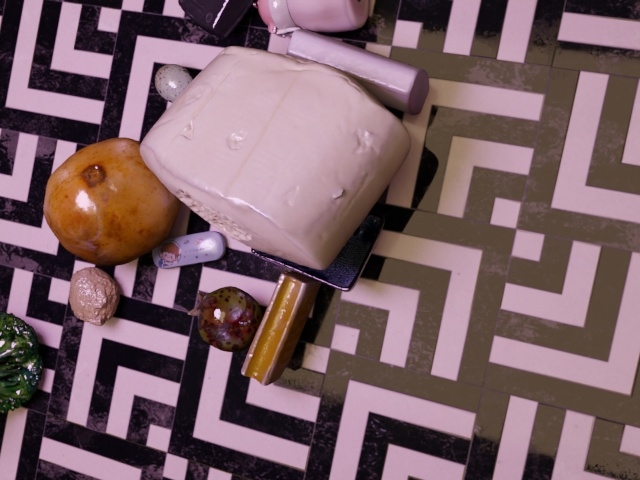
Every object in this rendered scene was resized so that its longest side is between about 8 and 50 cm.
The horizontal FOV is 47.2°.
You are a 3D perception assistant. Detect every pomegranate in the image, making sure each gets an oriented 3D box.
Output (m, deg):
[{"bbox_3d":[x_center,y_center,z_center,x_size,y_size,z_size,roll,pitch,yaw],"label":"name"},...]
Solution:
[{"bbox_3d":[-0.202,0.156,1.569,0.148,0.148,0.169,-55,46,9],"label":"pomegranate"},{"bbox_3d":[-0.453,-0.084,1.586,0.307,0.307,0.307,0,89,16],"label":"pomegranate"}]

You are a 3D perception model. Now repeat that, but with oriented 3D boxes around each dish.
[{"bbox_3d":[0.000,0.000,1.552,0.243,0.080,0.182,22,76,19],"label":"dish"}]

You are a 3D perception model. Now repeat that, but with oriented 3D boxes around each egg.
[{"bbox_3d":[-0.323,-0.351,1.659,0.110,0.085,0.085,30,98,10],"label":"egg"},{"bbox_3d":[-0.525,0.129,1.698,0.116,0.118,0.140,-22,92,-2],"label":"egg"}]

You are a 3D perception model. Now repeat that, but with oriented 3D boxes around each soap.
[{"bbox_3d":[-0.081,0.181,1.556,0.073,0.140,0.232,24,96,15],"label":"soap"}]

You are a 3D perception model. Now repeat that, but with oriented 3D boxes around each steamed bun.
[{"bbox_3d":[-0.080,-0.162,1.439,0.456,0.290,0.371,31,75,24],"label":"steamed bun"}]

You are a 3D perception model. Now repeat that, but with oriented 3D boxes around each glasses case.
[{"bbox_3d":[-0.301,0.022,1.670,0.178,0.045,0.067,-10,86,16],"label":"glasses case"}]

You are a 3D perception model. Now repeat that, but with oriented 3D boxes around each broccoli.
[{"bbox_3d":[-0.792,0.298,1.697,0.297,0.297,0.297,-5,113,-12],"label":"broccoli"}]

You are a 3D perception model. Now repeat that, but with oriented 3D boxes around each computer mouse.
[{"bbox_3d":[-0.196,-0.585,1.613,0.170,0.100,0.269,45,111,32],"label":"computer mouse"}]

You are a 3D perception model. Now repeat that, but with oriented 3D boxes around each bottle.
[{"bbox_3d":[-0.027,-0.509,1.551,0.236,0.147,0.147,-1,89,24],"label":"bottle"}]

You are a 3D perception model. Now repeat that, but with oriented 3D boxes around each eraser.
[{"bbox_3d":[0.079,-0.343,1.497,0.270,0.174,0.095,24,97,15],"label":"eraser"}]
